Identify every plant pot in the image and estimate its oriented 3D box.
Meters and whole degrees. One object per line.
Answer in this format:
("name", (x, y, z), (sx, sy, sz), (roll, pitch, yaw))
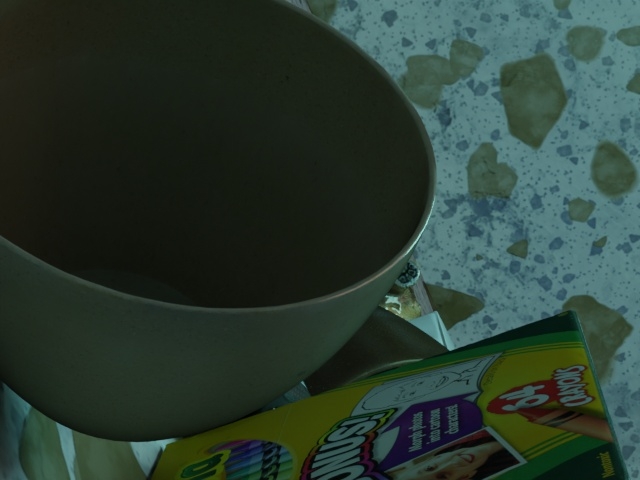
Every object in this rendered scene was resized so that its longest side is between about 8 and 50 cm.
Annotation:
("plant pot", (-0.097, 0.002, 0.972), (0.284, 0.284, 0.191), (-103, -156, -44))
("plant pot", (0.031, 0.144, 1.617), (0.215, 0.215, 0.230), (63, -4, -34))

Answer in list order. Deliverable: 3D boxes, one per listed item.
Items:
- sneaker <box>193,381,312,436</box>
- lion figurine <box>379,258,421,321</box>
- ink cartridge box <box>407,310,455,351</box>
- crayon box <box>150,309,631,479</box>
("sneaker", (-0.066, 0.114, 1.326), (0.276, 0.098, 0.135), (46, 21, -73))
("lion figurine", (0.000, 0.000, 1.919), (0.240, 0.142, 0.392), (103, -38, -77))
("ink cartridge box", (0.096, 0.228, 1.836), (0.168, 0.171, 0.232), (-103, 168, -46))
("crayon box", (0.037, 0.177, 1.073), (0.363, 0.313, 0.106), (-72, 144, -78))
